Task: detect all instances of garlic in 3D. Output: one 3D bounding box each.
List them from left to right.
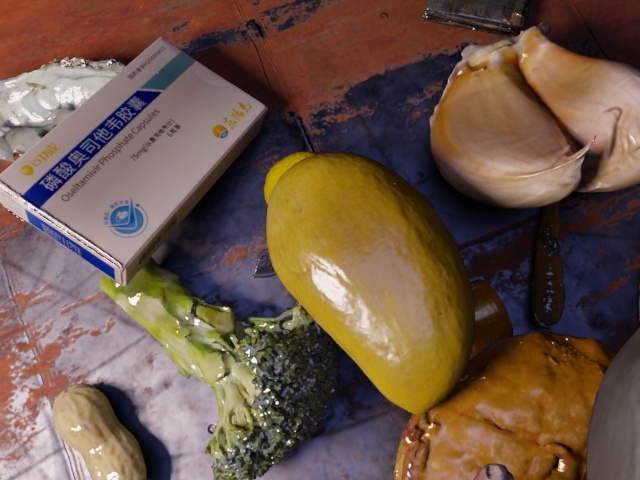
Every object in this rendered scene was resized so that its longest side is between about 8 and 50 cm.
[{"bbox_3d":[0.317,-0.159,0.853,0.286,0.249,0.313,-7,46,-26],"label":"garlic"}]

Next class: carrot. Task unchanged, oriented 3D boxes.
[{"bbox_3d":[0.336,0.007,0.912,0.049,0.049,0.254,8,71,3],"label":"carrot"}]

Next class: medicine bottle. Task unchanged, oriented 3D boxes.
[{"bbox_3d":[0.157,0.133,0.853,0.192,0.096,0.096,-24,76,-5],"label":"medicine bottle"}]

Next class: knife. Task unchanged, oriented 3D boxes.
[{"bbox_3d":[0.000,0.000,0.931,0.230,0.028,0.060,-27,89,-3],"label":"knife"}]

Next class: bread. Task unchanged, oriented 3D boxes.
[{"bbox_3d":[0.260,0.308,0.747,0.398,0.215,0.398,-1,77,2],"label":"bread"}]

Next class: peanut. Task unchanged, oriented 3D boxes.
[{"bbox_3d":[-0.294,0.271,0.836,0.082,0.082,0.187,-39,77,-8],"label":"peanut"}]

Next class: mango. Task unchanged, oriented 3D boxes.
[{"bbox_3d":[0.065,0.027,0.737,0.195,0.142,0.331,-44,71,1],"label":"mango"}]

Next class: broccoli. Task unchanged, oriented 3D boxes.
[{"bbox_3d":[-0.128,0.121,0.830,0.252,0.221,0.361,-45,74,22],"label":"broccoli"}]

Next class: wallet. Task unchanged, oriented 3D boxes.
[{"bbox_3d":[0.287,-0.490,1.036,0.169,0.044,0.317,16,76,7],"label":"wallet"}]

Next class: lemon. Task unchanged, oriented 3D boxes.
[{"bbox_3d":[-0.021,-0.076,0.905,0.133,0.109,0.109,-28,76,1],"label":"lemon"}]

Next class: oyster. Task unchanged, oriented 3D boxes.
[{"bbox_3d":[-0.415,-0.212,0.961,0.199,0.087,0.252,41,85,4],"label":"oyster"}]

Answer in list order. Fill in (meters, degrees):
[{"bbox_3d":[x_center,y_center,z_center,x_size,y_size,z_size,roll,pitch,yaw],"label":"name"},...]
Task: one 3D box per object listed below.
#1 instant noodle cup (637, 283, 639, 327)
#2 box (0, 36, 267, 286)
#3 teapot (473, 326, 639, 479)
[{"bbox_3d":[0.577,0.091,0.769,0.214,0.296,0.296,7,76,-5],"label":"instant noodle cup"},{"bbox_3d":[-0.249,-0.123,0.875,0.200,0.065,0.343,34,58,0],"label":"box"},{"bbox_3d":[0.304,0.223,0.477,0.376,0.361,0.305,0,56,10],"label":"teapot"}]
